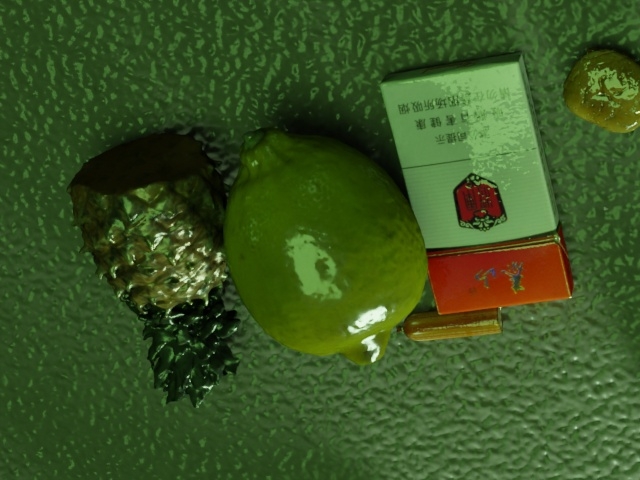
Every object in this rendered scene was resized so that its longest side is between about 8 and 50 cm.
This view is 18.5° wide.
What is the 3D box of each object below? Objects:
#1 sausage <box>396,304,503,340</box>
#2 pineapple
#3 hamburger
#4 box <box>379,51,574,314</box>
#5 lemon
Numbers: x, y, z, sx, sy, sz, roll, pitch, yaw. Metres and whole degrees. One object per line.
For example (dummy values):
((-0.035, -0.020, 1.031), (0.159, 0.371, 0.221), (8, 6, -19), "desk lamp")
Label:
((0.126, 0.082, 1.923), (0.107, 0.031, 0.031), (-8, 112, 18), "sausage")
((-0.147, 0.043, 1.912), (0.158, 0.158, 0.278), (-5, 116, 16), "pineapple")
((0.264, -0.136, 1.781), (0.083, 0.044, 0.076), (24, 117, 6), "hamburger")
((0.150, -0.051, 1.854), (0.139, 0.035, 0.245), (-7, 111, 17), "box")
((0.000, 0.000, 1.835), (0.184, 0.184, 0.248), (-22, 102, 22), "lemon")
